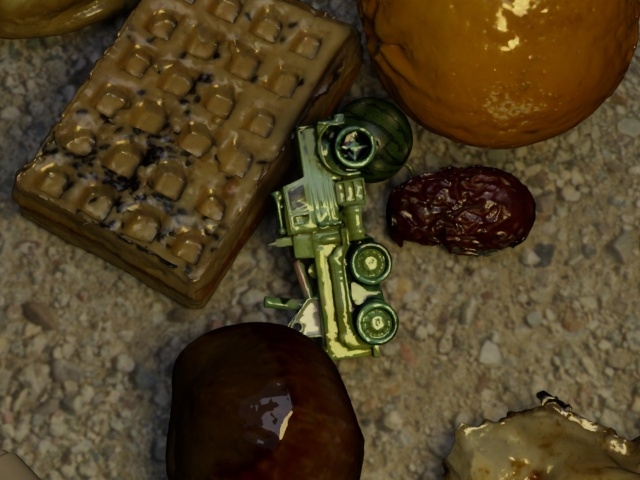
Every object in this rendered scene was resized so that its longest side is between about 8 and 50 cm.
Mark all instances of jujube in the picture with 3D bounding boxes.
[{"bbox_3d":[0.157,-0.039,1.898,0.166,0.104,0.104,5,66,-1],"label":"jujube"}]

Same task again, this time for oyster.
[{"bbox_3d":[0.292,0.250,1.763,0.337,0.133,0.197,-9,65,-10],"label":"oyster"}]

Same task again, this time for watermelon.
[{"bbox_3d":[0.060,-0.112,1.924,0.109,0.109,0.109,2,66,-3],"label":"watermelon"}]

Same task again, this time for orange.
[{"bbox_3d":[0.183,-0.263,1.868,0.293,0.340,0.340,-14,68,-14],"label":"orange"}]

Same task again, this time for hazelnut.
[{"bbox_3d":[-0.046,0.193,1.724,0.218,0.218,0.234,1,66,-4],"label":"hazelnut"}]

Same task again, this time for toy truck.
[{"bbox_3d":[0.003,-0.003,1.812,0.135,0.128,0.259,-4,91,-5],"label":"toy truck"}]

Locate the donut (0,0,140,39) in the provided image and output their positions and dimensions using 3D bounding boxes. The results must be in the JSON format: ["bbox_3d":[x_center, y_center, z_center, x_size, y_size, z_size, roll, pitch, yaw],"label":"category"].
[{"bbox_3d":[-0.344,-0.404,1.989,0.360,0.170,0.360,2,64,-4],"label":"donut"}]

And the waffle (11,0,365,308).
[{"bbox_3d":[-0.148,-0.133,1.909,0.261,0.114,0.376,29,68,8],"label":"waffle"}]

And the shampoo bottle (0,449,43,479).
[{"bbox_3d":[-0.276,0.311,1.716,0.092,0.092,0.303,-41,74,-19],"label":"shampoo bottle"}]
